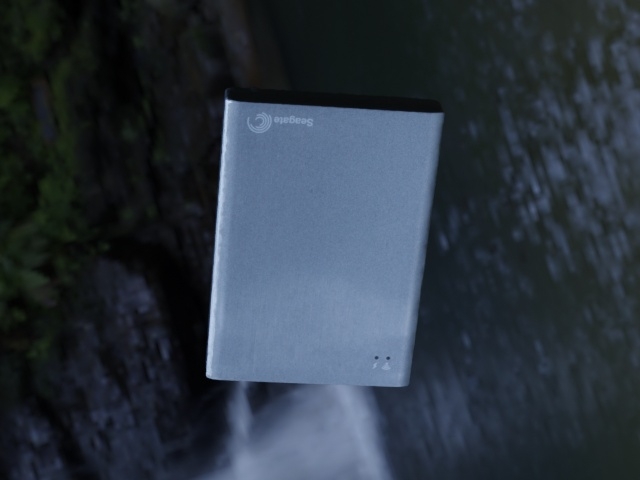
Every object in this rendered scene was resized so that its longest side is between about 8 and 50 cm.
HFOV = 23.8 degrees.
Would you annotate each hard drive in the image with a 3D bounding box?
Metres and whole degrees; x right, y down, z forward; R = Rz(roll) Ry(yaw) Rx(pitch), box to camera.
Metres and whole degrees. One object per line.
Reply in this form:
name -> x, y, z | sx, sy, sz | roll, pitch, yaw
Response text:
hard drive -> 0.000, 0.000, 0.676 | 0.022, 0.094, 0.135 | -101, 15, -66
